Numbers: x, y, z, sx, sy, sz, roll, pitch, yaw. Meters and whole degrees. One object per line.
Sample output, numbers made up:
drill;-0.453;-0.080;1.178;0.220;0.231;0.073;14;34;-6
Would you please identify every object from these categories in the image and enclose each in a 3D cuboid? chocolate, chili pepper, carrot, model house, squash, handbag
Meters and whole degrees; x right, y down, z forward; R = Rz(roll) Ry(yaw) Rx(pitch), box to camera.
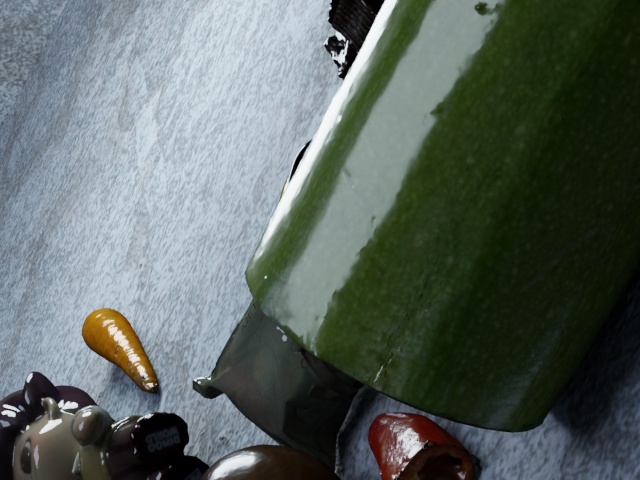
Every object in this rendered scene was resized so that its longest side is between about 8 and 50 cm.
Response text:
chocolate;-0.037;0.259;1.713;0.177;0.176;0.177;-50;28;39
chili pepper;0.072;0.182;1.639;0.088;0.065;0.169;-50;18;2
carrot;-0.248;0.137;2.435;0.061;0.061;0.256;-66;24;5
model house;0.074;-0.242;1.989;0.203;0.141;0.164;113;150;-73
squash;0.142;-0.082;1.449;0.384;0.263;0.263;-62;22;13
handbag;0.001;0.080;1.804;0.182;0.117;0.270;38;108;25

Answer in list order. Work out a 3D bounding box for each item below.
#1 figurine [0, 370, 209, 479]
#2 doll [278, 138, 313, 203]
figurine;-0.274;0.275;2.180;0.206;0.218;0.365;-46;19;-20
doll;-0.001;-0.001;1.941;0.127;0.088;0.249;0;74;36
